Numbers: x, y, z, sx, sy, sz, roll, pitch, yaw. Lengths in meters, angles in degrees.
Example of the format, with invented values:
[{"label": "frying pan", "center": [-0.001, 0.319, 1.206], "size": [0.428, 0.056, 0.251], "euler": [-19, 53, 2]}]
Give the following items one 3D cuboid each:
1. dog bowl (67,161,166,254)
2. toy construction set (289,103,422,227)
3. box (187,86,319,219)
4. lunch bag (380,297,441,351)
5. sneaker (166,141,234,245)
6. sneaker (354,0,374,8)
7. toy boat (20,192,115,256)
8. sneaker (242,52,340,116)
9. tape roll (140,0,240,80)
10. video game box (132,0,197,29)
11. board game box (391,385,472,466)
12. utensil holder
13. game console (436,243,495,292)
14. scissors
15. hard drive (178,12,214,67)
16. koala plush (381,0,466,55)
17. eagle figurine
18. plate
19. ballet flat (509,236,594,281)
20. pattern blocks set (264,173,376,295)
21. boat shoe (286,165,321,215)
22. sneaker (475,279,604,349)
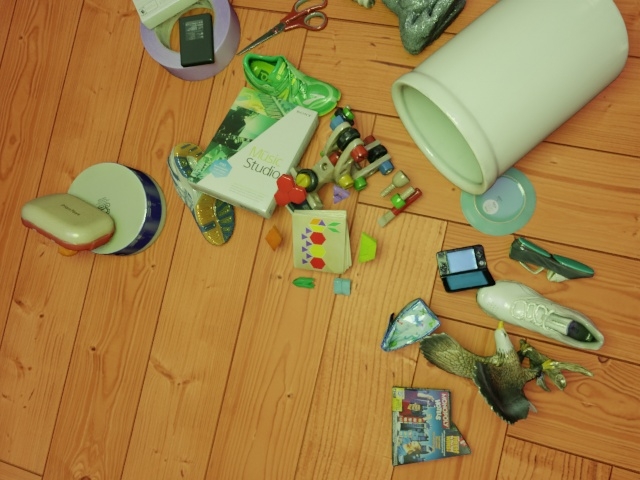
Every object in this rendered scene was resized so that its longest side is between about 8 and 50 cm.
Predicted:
[{"label": "dog bowl", "center": [-0.594, -0.088, 1.222], "size": [0.264, 0.104, 0.265], "euler": [-1, 87, 10]}, {"label": "toy construction set", "center": [0.071, -0.151, 1.082], "size": [0.309, 0.257, 0.237], "euler": [46, 111, -6]}, {"label": "box", "center": [-0.172, -0.240, 1.118], "size": [0.232, 0.058, 0.322], "euler": [22, 72, 10]}, {"label": "lunch bag", "center": [0.215, 0.217, 1.055], "size": [0.151, 0.129, 0.096], "euler": [-43, 76, 7]}, {"label": "sneaker", "center": [-0.340, -0.127, 1.194], "size": [0.111, 0.130, 0.297], "euler": [-25, 102, -35]}, {"label": "sneaker", "center": [0.134, -0.790, 1.141], "size": [0.115, 0.105, 0.282], "euler": [22, 91, 10]}, {"label": "toy boat", "center": [-0.676, -0.024, 1.125], "size": [0.230, 0.151, 0.151], "euler": [27, 120, 10]}, {"label": "sneaker", "center": [-0.089, -0.425, 1.147], "size": [0.295, 0.123, 0.110], "euler": [23, 90, 9]}, {"label": "tape roll", "center": [-0.377, -0.616, 1.225], "size": [0.274, 0.090, 0.275], "euler": [-1, 86, 9]}, {"label": "video game box", "center": [-0.438, -0.723, 1.173], "size": [0.205, 0.048, 0.187], "euler": [-26, 85, 7]}, {"label": "board game box", "center": [0.278, 0.469, 1.065], "size": [0.193, 0.060, 0.195], "euler": [1, 87, 9]}, {"label": "utensil holder", "center": [0.413, -0.351, 0.964], "size": [0.385, 0.327, 0.328], "euler": [-39, 81, 2]}, {"label": "game console", "center": [0.366, 0.070, 1.068], "size": [0.122, 0.071, 0.108], "euler": [-10, 85, 8]}, {"label": "scissors", "center": [-0.117, -0.625, 1.220], "size": [0.296, 0.021, 0.109], "euler": [-14, 87, 9]}, {"label": "hard drive", "center": [-0.342, -0.551, 1.159], "size": [0.094, 0.022, 0.135], "euler": [-4, 86, 9]}, {"label": "koala plush", "center": [0.230, -0.622, 1.078], "size": [0.221, 0.196, 0.203], "euler": [43, 104, 5]}, {"label": "eagle figurine", "center": [0.399, 0.296, 0.962], "size": [0.297, 0.226, 0.225], "euler": [-8, 61, -21]}, {"label": "plate", "center": [0.460, -0.106, 1.087], "size": [0.187, 0.024, 0.188], "euler": [0, 87, 9]}, {"label": "ballet flat", "center": [0.563, 0.059, 1.043], "size": [0.203, 0.074, 0.074], "euler": [24, 91, 4]}, {"label": "pattern blocks set", "center": [0.000, 0.000, 1.067], "size": [0.285, 0.026, 0.325], "euler": [14, 125, 5]}, {"label": "boat shoe", "center": [-0.068, -0.136, 1.146], "size": [0.095, 0.084, 0.258], "euler": [-37, 82, 6]}, {"label": "sneaker", "center": [0.526, 0.173, 1.006], "size": [0.296, 0.129, 0.111], "euler": [19, 92, 11]}]
